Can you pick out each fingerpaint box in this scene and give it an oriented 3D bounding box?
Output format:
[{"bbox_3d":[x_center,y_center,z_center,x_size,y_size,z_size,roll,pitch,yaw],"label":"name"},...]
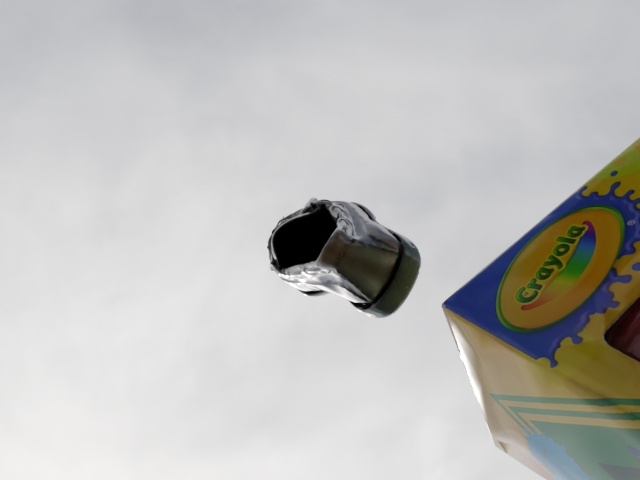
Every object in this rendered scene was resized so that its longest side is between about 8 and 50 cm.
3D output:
[{"bbox_3d":[0.372,0.029,0.942,0.445,0.371,0.163,-38,-51,-18],"label":"fingerpaint box"}]

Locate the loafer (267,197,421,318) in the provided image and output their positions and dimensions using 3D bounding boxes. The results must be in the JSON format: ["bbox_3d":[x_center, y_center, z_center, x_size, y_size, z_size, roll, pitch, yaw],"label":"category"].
[{"bbox_3d":[0.000,0.000,1.226,0.084,0.267,0.096,27,-93,-22],"label":"loafer"}]
